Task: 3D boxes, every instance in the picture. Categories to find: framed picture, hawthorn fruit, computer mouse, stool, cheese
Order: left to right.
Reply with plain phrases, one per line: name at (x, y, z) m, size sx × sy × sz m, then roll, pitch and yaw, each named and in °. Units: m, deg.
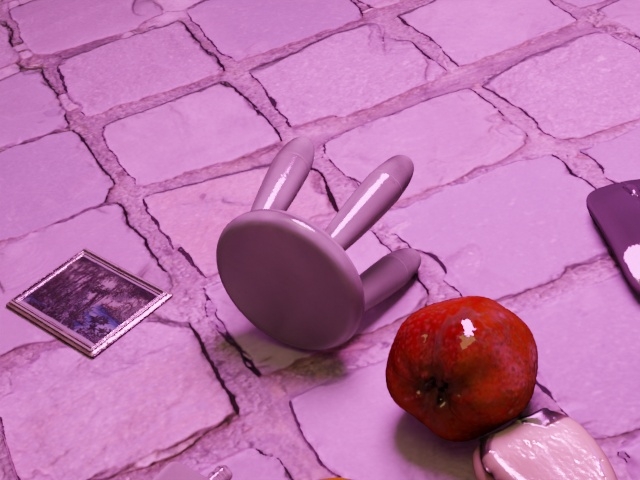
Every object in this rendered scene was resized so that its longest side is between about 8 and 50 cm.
framed picture at (-0.304, 0.076, 1.556) m, size 0.183 × 0.011 × 0.142 m, roll 24°, pitch 49°, yaw 36°
stool at (0.000, 0.000, 1.440) m, size 0.195 × 0.195 × 0.198 m, roll 11°, pitch 41°, yaw 25°
hawthorn fruit at (0.169, 0.124, 1.301) m, size 0.163 × 0.162 × 0.203 m, roll 15°, pitch 30°, yaw 29°
cheese at (0.260, 0.267, 1.159) m, size 0.127 × 0.054 × 0.251 m, roll -23°, pitch 41°, yaw -17°
computer mouse at (0.411, -0.009, 1.470) m, size 0.120 × 0.057 × 0.232 m, roll -10°, pitch 38°, yaw -2°

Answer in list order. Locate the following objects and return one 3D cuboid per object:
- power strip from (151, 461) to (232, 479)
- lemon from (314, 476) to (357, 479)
power strip at (-0.195, 0.335, 1.168) m, size 0.098 × 0.058 × 0.338 m, roll 20°, pitch 47°, yaw 33°
lemon at (0.010, 0.314, 1.052) m, size 0.187 × 0.187 × 0.244 m, roll 8°, pitch 43°, yaw 22°
